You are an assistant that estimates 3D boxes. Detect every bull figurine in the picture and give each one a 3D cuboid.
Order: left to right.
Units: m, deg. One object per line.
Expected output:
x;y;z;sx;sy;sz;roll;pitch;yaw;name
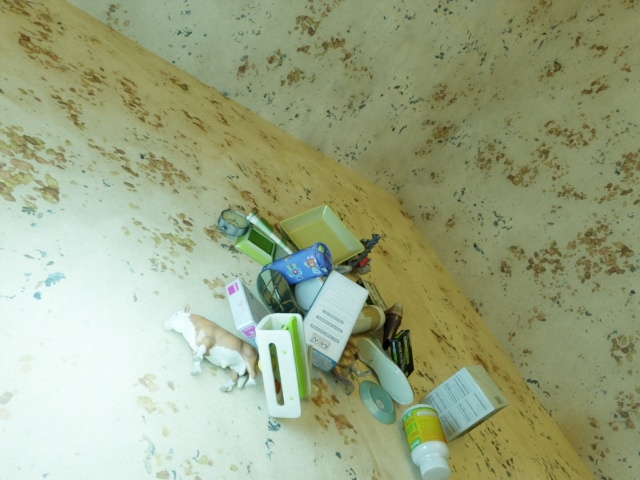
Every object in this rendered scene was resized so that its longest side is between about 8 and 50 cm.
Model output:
-0.306;0.312;1.352;0.310;0.101;0.188;32;28;-24;bull figurine

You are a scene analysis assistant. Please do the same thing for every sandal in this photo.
-0.150;0.248;1.755;0.120;0.086;0.302;-30;89;-30;sandal

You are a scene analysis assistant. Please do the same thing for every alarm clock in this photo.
-0.374;-0.066;1.959;0.129;0.064;0.192;36;26;10;alarm clock

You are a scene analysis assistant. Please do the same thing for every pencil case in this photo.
-0.088;0.109;1.828;0.133;0.306;0.119;57;36;-15;pencil case

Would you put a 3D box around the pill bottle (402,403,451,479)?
0.386;0.732;1.698;0.136;0.136;0.245;33;24;-22;pill bottle

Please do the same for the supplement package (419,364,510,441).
0.607;0.685;1.985;0.199;0.262;0.198;14;36;-50;supplement package

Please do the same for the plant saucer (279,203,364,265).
0.000;0.000;2.335;0.333;0.081;0.332;-26;68;-38;plant saucer

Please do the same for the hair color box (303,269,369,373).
0.035;0.287;1.719;0.174;0.105;0.347;31;46;1;hair color box

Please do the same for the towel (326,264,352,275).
-0.015;0.143;2.029;0.285;0.209;0.034;8;67;-55;towel

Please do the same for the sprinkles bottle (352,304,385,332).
0.147;0.344;2.023;0.355;0.121;0.121;8;41;-54;sprinkles bottle

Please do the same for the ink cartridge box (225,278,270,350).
-0.194;0.281;1.527;0.311;0.065;0.185;57;4;-45;ink cartridge box

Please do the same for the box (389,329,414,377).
0.359;0.504;2.058;0.184;0.045;0.190;-8;92;-61;box

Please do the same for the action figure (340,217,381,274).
0.169;0.043;2.547;0.341;0.178;0.330;-29;77;-41;action figure

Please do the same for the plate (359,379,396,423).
0.226;0.612;1.799;0.188;0.024;0.188;36;23;-18;plate

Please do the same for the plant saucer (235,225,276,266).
-0.264;0.018;2.025;0.188;0.045;0.188;36;23;-16;plant saucer

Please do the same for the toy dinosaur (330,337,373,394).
0.078;0.436;1.746;0.200;0.127;0.295;40;27;-7;toy dinosaur

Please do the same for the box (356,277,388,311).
0.270;0.291;2.435;0.114;0.036;0.207;24;29;-39;box

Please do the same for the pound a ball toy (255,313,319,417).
-0.105;0.376;1.420;0.208;0.136;0.318;-48;134;-69;pound a ball toy

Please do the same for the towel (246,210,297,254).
-0.191;-0.006;2.059;0.325;0.038;0.248;45;1;-7;towel

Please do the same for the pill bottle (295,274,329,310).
0.029;0.223;2.005;0.272;0.152;0.152;11;38;-54;pill bottle

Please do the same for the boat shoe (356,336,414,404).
0.280;0.524;1.930;0.319;0.116;0.099;48;26;25;boat shoe

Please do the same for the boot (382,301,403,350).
0.313;0.417;2.187;0.090;0.248;0.206;21;58;6;boot
